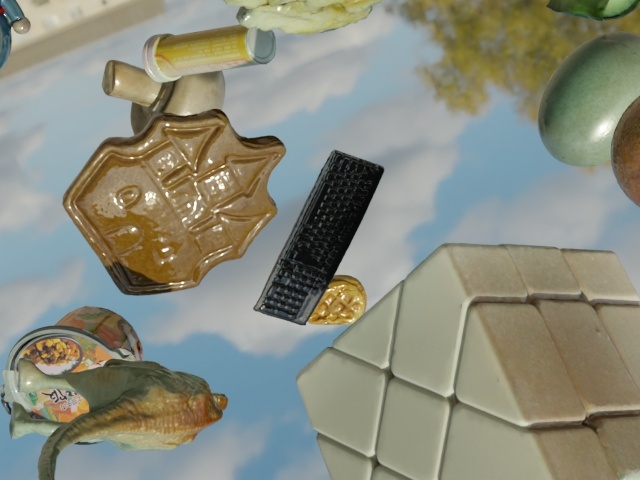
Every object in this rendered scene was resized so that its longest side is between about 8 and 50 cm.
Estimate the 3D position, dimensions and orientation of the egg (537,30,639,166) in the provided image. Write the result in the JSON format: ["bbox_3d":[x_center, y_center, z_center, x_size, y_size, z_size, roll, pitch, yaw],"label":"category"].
[{"bbox_3d":[0.446,-0.226,2.149,0.236,0.169,0.169,-60,-163,2],"label":"egg"}]

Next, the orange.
[{"bbox_3d":[0.484,-0.119,1.764,0.206,0.206,0.206,-20,-165,6],"label":"orange"}]

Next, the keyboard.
[{"bbox_3d":[0.000,0.000,1.758,0.087,0.250,0.017,19,-160,-22],"label":"keyboard"}]

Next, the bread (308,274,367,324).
[{"bbox_3d":[0.019,0.093,2.128,0.111,0.083,0.044,-4,-152,8],"label":"bread"}]

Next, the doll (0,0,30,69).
[{"bbox_3d":[-0.325,-0.209,1.241,0.114,0.152,0.085,16,-166,-4],"label":"doll"}]

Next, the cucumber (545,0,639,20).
[{"bbox_3d":[0.345,-0.391,1.713,0.191,0.191,0.130,-31,-150,-32],"label":"cucumber"}]

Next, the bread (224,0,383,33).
[{"bbox_3d":[-0.006,-0.414,1.577,0.264,0.239,0.395,-10,169,-34],"label":"bread"}]

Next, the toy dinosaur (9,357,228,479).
[{"bbox_3d":[-0.197,0.158,1.235,0.205,0.092,0.393,7,178,1],"label":"toy dinosaur"}]

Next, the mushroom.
[{"bbox_3d":[-0.277,-0.253,2.308,0.215,0.207,0.207,17,170,-36],"label":"mushroom"}]

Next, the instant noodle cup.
[{"bbox_3d":[-0.313,0.167,1.798,0.208,0.177,0.125,-3,-157,14],"label":"instant noodle cup"}]

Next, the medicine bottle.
[{"bbox_3d":[-0.163,-0.278,1.964,0.218,0.074,0.074,-1,-156,42],"label":"medicine bottle"}]

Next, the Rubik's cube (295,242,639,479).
[{"bbox_3d":[0.215,0.216,1.577,0.316,0.318,0.322,3,144,-39],"label":"Rubik's cube"}]

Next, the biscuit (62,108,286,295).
[{"bbox_3d":[-0.130,-0.043,1.317,0.215,0.182,0.034,-29,-149,1],"label":"biscuit"}]
